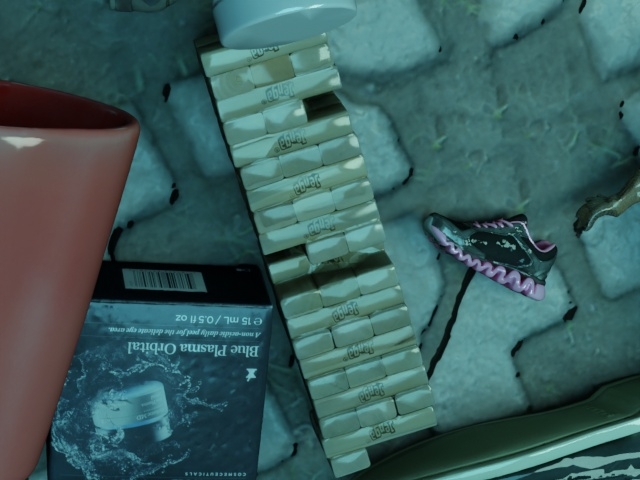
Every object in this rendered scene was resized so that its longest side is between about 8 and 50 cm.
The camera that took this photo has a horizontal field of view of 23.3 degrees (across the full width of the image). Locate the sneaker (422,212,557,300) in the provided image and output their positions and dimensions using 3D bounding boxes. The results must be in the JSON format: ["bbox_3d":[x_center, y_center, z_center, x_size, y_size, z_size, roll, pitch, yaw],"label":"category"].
[{"bbox_3d":[0.133,0.000,1.191,0.119,0.047,0.057,27,95,-24],"label":"sneaker"}]

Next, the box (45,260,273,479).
[{"bbox_3d":[-0.122,0.102,1.149,0.156,0.093,0.158,2,108,-11],"label":"box"}]

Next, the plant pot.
[{"bbox_3d":[-0.265,0.023,0.991,0.275,0.275,0.243,6,100,-12],"label":"plant pot"}]

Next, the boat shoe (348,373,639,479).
[{"bbox_3d":[0.187,0.191,1.216,0.340,0.127,0.113,-16,98,-15],"label":"boat shoe"}]

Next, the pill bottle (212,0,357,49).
[{"bbox_3d":[-0.044,-0.240,1.002,0.121,0.121,0.216,-13,86,-6],"label":"pill bottle"}]

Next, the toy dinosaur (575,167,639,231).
[{"bbox_3d":[0.334,-0.053,1.172,0.200,0.127,0.296,22,90,-23],"label":"toy dinosaur"}]

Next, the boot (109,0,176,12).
[{"bbox_3d":[-0.124,-0.218,1.076,0.087,0.042,0.118,-15,103,3],"label":"boot"}]

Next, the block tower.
[{"bbox_3d":[0.000,0.000,1.139,0.097,0.091,0.335,-17,110,-4],"label":"block tower"}]
